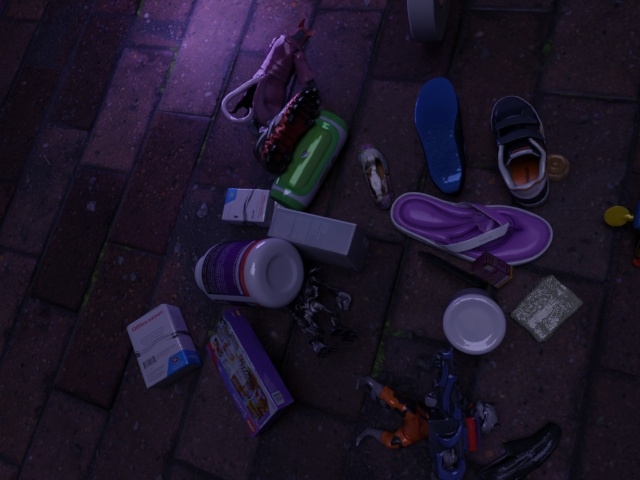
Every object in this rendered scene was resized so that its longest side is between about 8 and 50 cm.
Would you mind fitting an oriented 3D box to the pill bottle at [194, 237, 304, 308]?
[{"bbox_3d":[-0.208,0.089,1.355,0.323,0.181,0.181,-3,72,46],"label":"pill bottle"}]

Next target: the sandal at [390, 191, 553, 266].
[{"bbox_3d":[0.377,-0.034,1.284,0.416,0.102,0.169,11,79,20],"label":"sandal"}]

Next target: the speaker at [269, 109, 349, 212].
[{"bbox_3d":[-0.032,-0.231,1.462,0.131,0.131,0.296,27,85,23],"label":"speaker"}]

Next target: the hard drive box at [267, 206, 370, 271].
[{"bbox_3d":[0.000,0.000,1.355,0.232,0.181,0.089,14,77,20],"label":"hard drive box"}]

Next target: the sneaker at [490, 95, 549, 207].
[{"bbox_3d":[0.517,-0.252,1.282,0.126,0.127,0.321,-18,68,26],"label":"sneaker"}]

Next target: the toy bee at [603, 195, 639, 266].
[{"bbox_3d":[0.760,-0.022,1.148,0.195,0.162,0.298,30,61,31],"label":"toy bee"}]

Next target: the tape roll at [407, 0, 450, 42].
[{"bbox_3d":[0.306,-0.750,1.356,0.072,0.392,0.392,7,77,20],"label":"tape roll"}]

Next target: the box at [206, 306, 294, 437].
[{"bbox_3d":[-0.198,0.352,1.325,0.293,0.057,0.201,56,137,22],"label":"box"}]

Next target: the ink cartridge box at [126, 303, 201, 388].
[{"bbox_3d":[-0.464,0.312,1.469,0.148,0.086,0.203,-31,67,7],"label":"ink cartridge box"}]

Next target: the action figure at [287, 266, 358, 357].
[{"bbox_3d":[-0.006,0.187,1.333,0.164,0.141,0.275,-43,40,11],"label":"action figure"}]

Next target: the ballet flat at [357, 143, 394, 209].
[{"bbox_3d":[0.156,-0.195,1.415,0.077,0.079,0.221,-19,70,13],"label":"ballet flat"}]

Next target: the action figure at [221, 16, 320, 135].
[{"bbox_3d":[-0.148,-0.517,1.510,0.248,0.276,0.370,38,105,25],"label":"action figure"}]

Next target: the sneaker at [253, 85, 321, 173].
[{"bbox_3d":[-0.105,-0.327,1.424,0.135,0.098,0.276,30,88,49],"label":"sneaker"}]

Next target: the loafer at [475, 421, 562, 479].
[{"bbox_3d":[0.450,0.489,1.125,0.223,0.076,0.078,-46,74,5],"label":"loafer"}]

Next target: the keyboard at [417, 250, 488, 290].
[{"bbox_3d":[0.341,0.074,1.266,0.180,0.108,0.023,32,97,32],"label":"keyboard"}]

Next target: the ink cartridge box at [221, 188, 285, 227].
[{"bbox_3d":[-0.201,-0.100,1.514,0.180,0.060,0.104,4,76,19],"label":"ink cartridge box"}]

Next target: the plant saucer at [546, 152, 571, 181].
[{"bbox_3d":[0.614,-0.195,1.300,0.083,0.015,0.083,-5,74,16],"label":"plant saucer"}]

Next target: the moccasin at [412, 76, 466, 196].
[{"bbox_3d":[0.329,-0.278,1.366,0.138,0.117,0.342,-6,72,25],"label":"moccasin"}]

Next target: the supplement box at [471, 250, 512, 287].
[{"bbox_3d":[0.430,0.074,1.240,0.083,0.055,0.043,30,46,-7],"label":"supplement box"}]

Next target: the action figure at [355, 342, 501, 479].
[{"bbox_3d":[0.253,0.381,1.173,0.330,0.178,0.341,4,101,14],"label":"action figure"}]

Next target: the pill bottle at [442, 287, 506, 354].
[{"bbox_3d":[0.355,0.178,1.152,0.131,0.229,0.131,0,91,16],"label":"pill bottle"}]

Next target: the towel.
[{"bbox_3d":[0.550,0.166,1.212,0.148,0.027,0.110,-45,66,2],"label":"towel"}]
